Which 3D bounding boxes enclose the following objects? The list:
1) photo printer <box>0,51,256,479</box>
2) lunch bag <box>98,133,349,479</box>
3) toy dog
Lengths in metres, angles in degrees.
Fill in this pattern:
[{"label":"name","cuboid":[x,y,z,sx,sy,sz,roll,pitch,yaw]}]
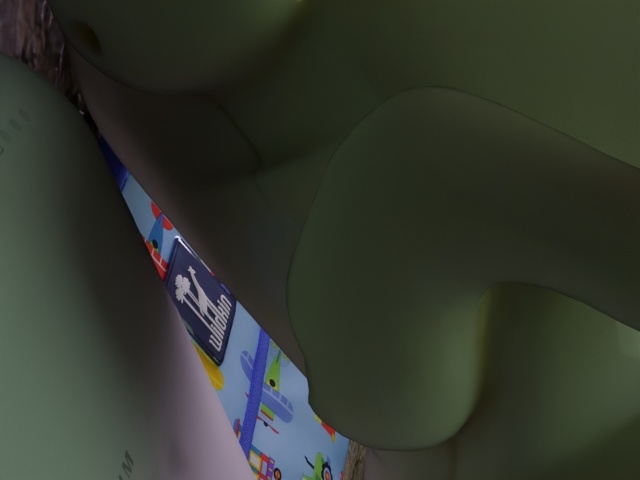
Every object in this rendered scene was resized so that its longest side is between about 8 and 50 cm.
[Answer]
[{"label":"photo printer","cuboid":[-0.113,0.104,0.425,0.256,0.107,0.308,-81,158,-49]},{"label":"lunch bag","cuboid":[-0.088,0.069,0.720,0.293,0.138,0.221,64,28,-44]},{"label":"toy dog","cuboid":[0.055,0.006,0.485,0.284,0.395,0.408,-23,85,-45]}]
